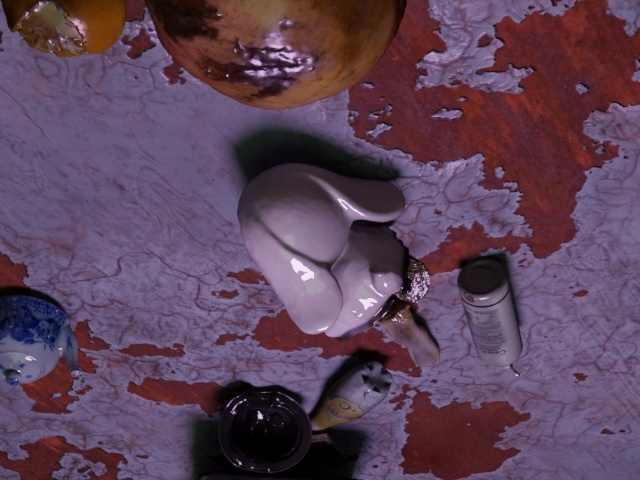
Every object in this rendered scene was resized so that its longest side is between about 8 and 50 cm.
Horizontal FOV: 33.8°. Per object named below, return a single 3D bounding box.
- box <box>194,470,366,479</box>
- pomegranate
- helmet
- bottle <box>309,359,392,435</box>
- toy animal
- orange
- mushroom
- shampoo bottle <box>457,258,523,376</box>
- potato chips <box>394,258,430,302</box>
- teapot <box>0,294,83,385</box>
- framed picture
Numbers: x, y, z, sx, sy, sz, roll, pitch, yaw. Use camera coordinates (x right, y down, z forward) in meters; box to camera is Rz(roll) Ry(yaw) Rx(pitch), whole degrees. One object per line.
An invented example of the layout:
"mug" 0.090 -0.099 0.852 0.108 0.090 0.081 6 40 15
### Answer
"box" -0.077 0.518 2.127 0.359 0.091 0.350 4 163 -10
"pomegranate" -0.053 -0.300 1.173 0.322 0.322 0.322 -1 138 -1
"helmet" -0.116 0.370 2.025 0.177 0.153 0.107 10 162 -17
"bottle" 0.042 0.313 2.008 0.083 0.083 0.269 18 142 -20
"toy animal" 0.006 0.019 1.576 0.289 0.249 0.174 11 170 -26
"orange" -0.317 -0.291 1.297 0.157 0.134 0.156 2 123 3
"mushroom" 0.165 0.171 1.883 0.059 0.054 0.202 -15 142 22
"shampoo bottle" 0.299 0.143 1.827 0.085 0.085 0.262 -11 137 10
"potato chips" 0.083 0.057 1.770 0.209 0.026 0.142 32 130 -31
"teapot" -0.517 0.184 1.797 0.232 0.159 0.159 2 137 -4
"framed picture" -0.085 0.441 2.154 0.250 0.016 0.184 -12 153 11
